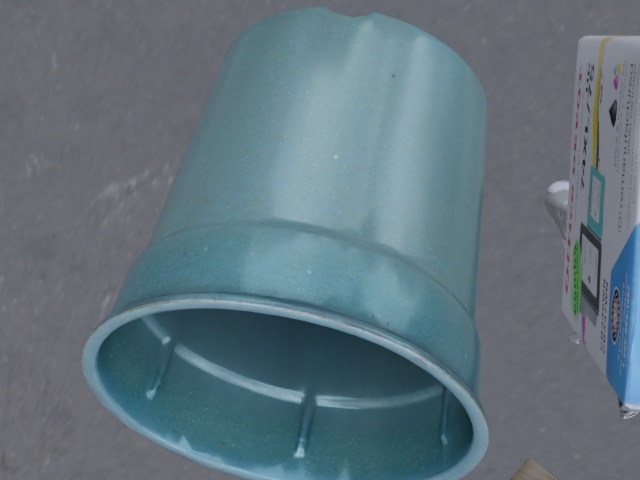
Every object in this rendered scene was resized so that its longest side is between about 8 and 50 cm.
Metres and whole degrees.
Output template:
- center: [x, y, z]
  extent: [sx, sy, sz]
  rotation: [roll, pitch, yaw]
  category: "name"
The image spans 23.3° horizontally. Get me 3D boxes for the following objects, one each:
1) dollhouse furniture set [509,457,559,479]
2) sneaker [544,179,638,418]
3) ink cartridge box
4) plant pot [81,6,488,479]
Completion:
- center: [0.156, 0.234, 0.889]
  extent: [0.151, 0.144, 0.123]
  rotation: [41, 88, -14]
  category: "dollhouse furniture set"
- center: [0.312, 0.066, 1.680]
  extent: [0.115, 0.105, 0.281]
  rotation: [-31, 94, -4]
  category: "sneaker"
- center: [0.261, -0.021, 0.926]
  extent: [0.197, 0.270, 0.198]
  rotation: [2, 98, 1]
  category: "ink cartridge box"
- center: [0.000, 0.000, 1.355]
  extent: [0.341, 0.341, 0.334]
  rotation: [18, 60, -9]
  category: "plant pot"
